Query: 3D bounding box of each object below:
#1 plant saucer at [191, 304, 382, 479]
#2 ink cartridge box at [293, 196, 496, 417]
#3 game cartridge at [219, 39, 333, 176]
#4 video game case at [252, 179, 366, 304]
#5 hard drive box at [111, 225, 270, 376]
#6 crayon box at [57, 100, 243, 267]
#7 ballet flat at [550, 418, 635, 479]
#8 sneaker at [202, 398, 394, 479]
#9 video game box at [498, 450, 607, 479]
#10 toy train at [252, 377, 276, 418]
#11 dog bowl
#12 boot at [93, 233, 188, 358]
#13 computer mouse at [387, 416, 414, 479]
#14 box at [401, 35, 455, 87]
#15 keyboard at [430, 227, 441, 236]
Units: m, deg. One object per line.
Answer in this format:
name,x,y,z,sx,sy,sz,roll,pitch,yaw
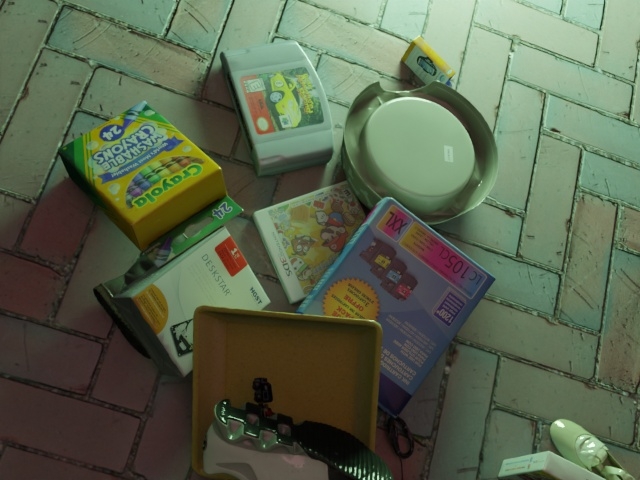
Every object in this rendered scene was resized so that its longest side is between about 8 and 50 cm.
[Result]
plant saucer,-0.061,0.276,1.478,0.333,0.081,0.332,5,104,6
ink cartridge box,0.109,0.154,1.592,0.270,0.151,0.395,37,82,0
game cartridge,-0.085,-0.293,1.769,0.196,0.060,0.294,-14,76,-22
video game case,0.000,0.000,1.707,0.227,0.026,0.206,-20,78,-20
hard drive box,-0.237,0.111,1.524,0.232,0.089,0.181,-41,110,-32
crayon box,-0.325,-0.117,1.561,0.203,0.083,0.323,-36,58,-22
ballet flat,0.577,0.460,1.672,0.086,0.086,0.248,-42,86,-22
sneaker,-0.042,0.388,1.393,0.331,0.122,0.146,20,109,-3
video game box,0.476,0.477,1.583,0.205,0.187,0.048,27,68,-5
toy train,-0.093,0.315,1.438,0.036,0.027,0.158,-6,103,-1
dog bowl,0.203,-0.184,1.763,0.349,0.102,0.348,6,66,-14
boot,-0.305,0.099,1.581,0.208,0.076,0.189,-34,85,-28
computer mouse,0.151,0.463,1.591,0.071,0.041,0.242,10,63,-20
box,0.251,-0.393,1.870,0.136,0.081,0.028,45,67,2
keyboard,0.203,0.048,1.732,0.108,0.023,0.180,45,62,-7
